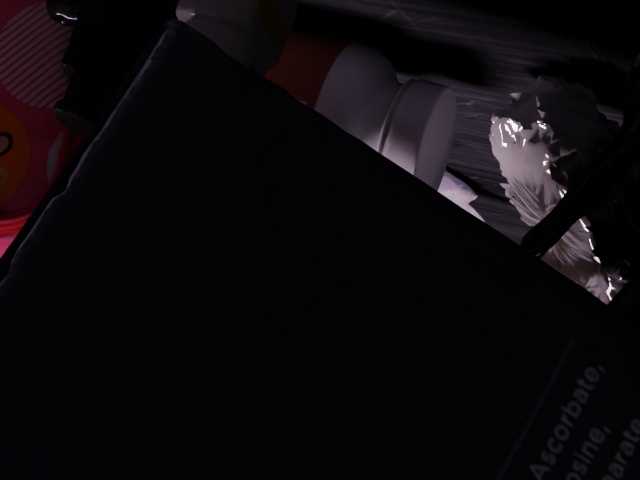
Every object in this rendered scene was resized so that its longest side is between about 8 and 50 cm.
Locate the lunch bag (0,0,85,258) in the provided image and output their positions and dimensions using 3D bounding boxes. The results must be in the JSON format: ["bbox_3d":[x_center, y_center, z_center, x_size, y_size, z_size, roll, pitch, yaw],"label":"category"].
[{"bbox_3d":[-0.259,-0.111,0.834,0.293,0.258,0.120,2,160,8],"label":"lunch bag"}]

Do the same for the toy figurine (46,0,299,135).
[{"bbox_3d":[-0.111,-0.150,0.628,0.213,0.148,0.209,24,165,-27],"label":"toy figurine"}]

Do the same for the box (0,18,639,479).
[{"bbox_3d":[0.031,0.209,0.638,0.472,0.297,0.480,32,165,-5],"label":"box"}]

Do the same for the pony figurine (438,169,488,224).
[{"bbox_3d":[-0.064,-0.007,1.267,0.363,0.302,0.351,32,177,45],"label":"pony figurine"}]

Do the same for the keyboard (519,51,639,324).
[{"bbox_3d":[0.207,0.022,0.795,0.201,0.033,0.317,45,135,14],"label":"keyboard"}]

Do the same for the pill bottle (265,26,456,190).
[{"bbox_3d":[-0.022,-0.086,0.955,0.216,0.121,0.121,15,173,16],"label":"pill bottle"}]

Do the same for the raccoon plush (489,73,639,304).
[{"bbox_3d":[0.351,0.022,0.924,0.216,0.299,0.446,14,137,61],"label":"raccoon plush"}]
